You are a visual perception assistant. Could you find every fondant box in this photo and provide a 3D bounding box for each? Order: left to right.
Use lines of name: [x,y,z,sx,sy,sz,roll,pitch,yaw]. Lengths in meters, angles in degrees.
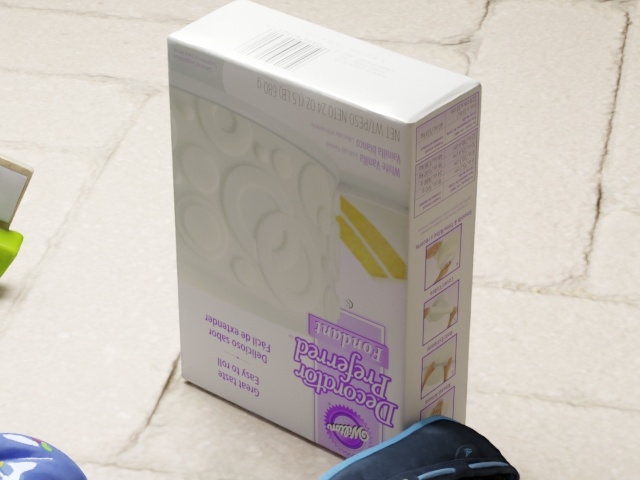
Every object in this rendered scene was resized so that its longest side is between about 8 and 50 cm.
fondant box: [0.000,0.000,1.559,0.238,0.330,0.096,23,39,32]

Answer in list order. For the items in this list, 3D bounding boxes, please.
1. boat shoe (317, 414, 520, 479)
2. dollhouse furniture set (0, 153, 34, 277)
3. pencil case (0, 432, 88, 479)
boat shoe: [0.057,0.202,1.445,0.089,0.109,0.258,25,41,30]
dollhouse furniture set: [-0.358,0.017,1.639,0.197,0.151,0.301,24,30,-9]
pencil case: [-0.265,0.249,1.343,0.133,0.119,0.306,32,34,-1]
